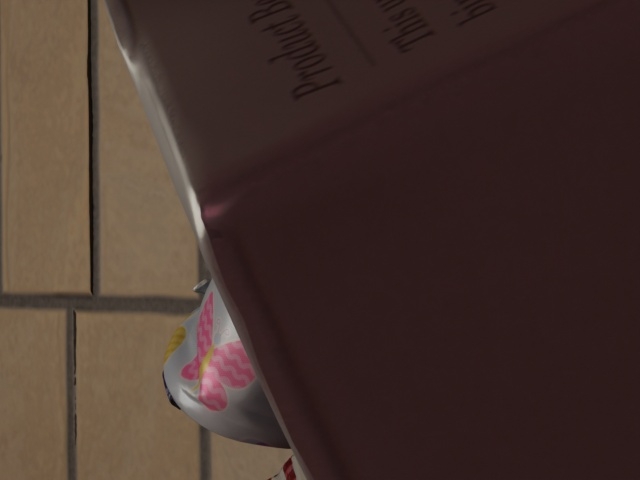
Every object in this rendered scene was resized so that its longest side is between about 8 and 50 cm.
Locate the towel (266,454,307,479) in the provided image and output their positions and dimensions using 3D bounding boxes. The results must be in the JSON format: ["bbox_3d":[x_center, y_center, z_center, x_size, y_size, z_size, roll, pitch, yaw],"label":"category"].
[{"bbox_3d":[0.019,0.240,1.122,0.329,0.037,0.237,123,135,-72],"label":"towel"}]

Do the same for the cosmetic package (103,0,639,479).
[{"bbox_3d":[0.169,-0.025,0.656,0.329,0.394,0.327,-115,0,-63],"label":"cosmetic package"}]

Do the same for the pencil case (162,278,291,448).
[{"bbox_3d":[0.000,0.000,1.189,0.273,0.113,0.124,-61,30,29],"label":"pencil case"}]
